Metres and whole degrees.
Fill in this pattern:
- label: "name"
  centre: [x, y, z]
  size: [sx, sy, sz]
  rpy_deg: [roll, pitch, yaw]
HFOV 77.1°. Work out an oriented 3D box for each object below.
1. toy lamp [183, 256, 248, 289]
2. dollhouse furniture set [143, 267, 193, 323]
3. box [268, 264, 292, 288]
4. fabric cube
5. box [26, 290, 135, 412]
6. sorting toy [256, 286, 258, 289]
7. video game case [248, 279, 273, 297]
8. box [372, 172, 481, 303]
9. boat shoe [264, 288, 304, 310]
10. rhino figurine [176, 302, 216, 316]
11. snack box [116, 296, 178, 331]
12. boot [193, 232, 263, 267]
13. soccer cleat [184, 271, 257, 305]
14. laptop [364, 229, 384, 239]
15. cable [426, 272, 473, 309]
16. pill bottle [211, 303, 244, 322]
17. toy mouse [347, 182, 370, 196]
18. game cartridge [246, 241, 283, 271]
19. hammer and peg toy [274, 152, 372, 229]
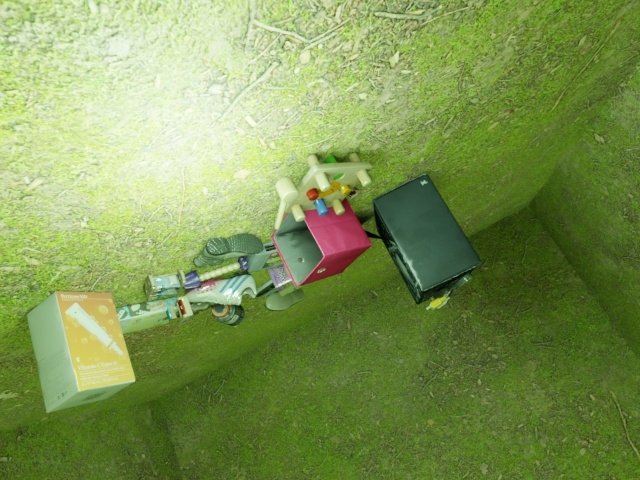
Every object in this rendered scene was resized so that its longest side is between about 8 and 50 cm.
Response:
- label: "toy lamp"
  centre: [-0.442, 0.135, 1.678]
  size: [0.274, 0.080, 0.080]
  rpy_deg: [-21, 160, -25]
- label: "dollhouse furniture set"
  centre: [-0.583, 0.222, 1.547]
  size: [0.129, 0.184, 0.129]
  rpy_deg: [-11, 155, -38]
- label: "box"
  centre: [-0.132, 0.172, 2.107]
  size: [0.242, 0.117, 0.214]
  rpy_deg: [-25, 161, -6]
- label: "fabric cube"
  centre: [0.000, 0.000, 1.620]
  size: [0.258, 0.259, 0.254]
  rpy_deg: [-12, 155, -39]
- label: "box"
  centre: [-0.816, 0.366, 1.371]
  size: [0.168, 0.346, 0.215]
  rpy_deg: [-33, 160, 16]
- label: "sorting toy"
  centre: [-0.380, 0.280, 2.222]
  size: [0.083, 0.012, 0.062]
  rpy_deg: [-37, 158, 29]
- label: "video game case"
  centre: [-0.293, 0.275, 2.312]
  size: [0.190, 0.022, 0.173]
  rpy_deg: [-35, 160, 25]
- label: "box"
  centre: [0.496, 0.015, 1.965]
  size: [0.297, 0.480, 0.472]
  rpy_deg: [-26, 161, 1]
- label: "boat shoe"
  centre: [-0.235, 0.379, 2.506]
  size: [0.096, 0.117, 0.324]
  rpy_deg: [-41, 165, 35]
- label: "rhino figurine"
  centre: [-0.604, 0.318, 1.941]
  size: [0.243, 0.073, 0.106]
  rpy_deg: [-19, 164, -18]
- label: "snack box"
  centre: [-0.800, 0.338, 1.756]
  size: [0.321, 0.060, 0.187]
  rpy_deg: [-6, 153, -45]
- label: "boot"
  centre: [-0.361, 0.044, 1.569]
  size: [0.246, 0.084, 0.161]
  rpy_deg: [-3, 157, -38]
- label: "soccer cleat"
  centre: [-0.446, 0.244, 1.846]
  size: [0.331, 0.143, 0.116]
  rpy_deg: [-15, 158, -29]
- label: "laptop"
  centre: [0.140, 0.002, 1.993]
  size: [0.264, 0.137, 0.234]
  rpy_deg: [-37, 158, 26]
- label: "cable"
  centre: [0.601, 0.229, 1.811]
  size: [0.139, 0.072, 0.287]
  rpy_deg: [-16, 159, -39]
- label: "pill bottle"
  centre: [-0.499, 0.378, 2.143]
  size: [0.130, 0.131, 0.246]
  rpy_deg: [-26, 161, -3]
- label: "toy mouse"
  centre: [0.145, -0.219, 1.589]
  size: [0.143, 0.031, 0.161]
  rpy_deg: [-8, 152, -43]
- label: "game cartridge"
  centre: [-0.197, 0.061, 1.840]
  size: [0.294, 0.060, 0.196]
  rpy_deg: [-15, 161, -31]
- label: "hammer and peg toy"
  centre: [-0.024, -0.172, 1.351]
  size: [0.361, 0.128, 0.266]
  rpy_deg: [-12, 158, -36]
